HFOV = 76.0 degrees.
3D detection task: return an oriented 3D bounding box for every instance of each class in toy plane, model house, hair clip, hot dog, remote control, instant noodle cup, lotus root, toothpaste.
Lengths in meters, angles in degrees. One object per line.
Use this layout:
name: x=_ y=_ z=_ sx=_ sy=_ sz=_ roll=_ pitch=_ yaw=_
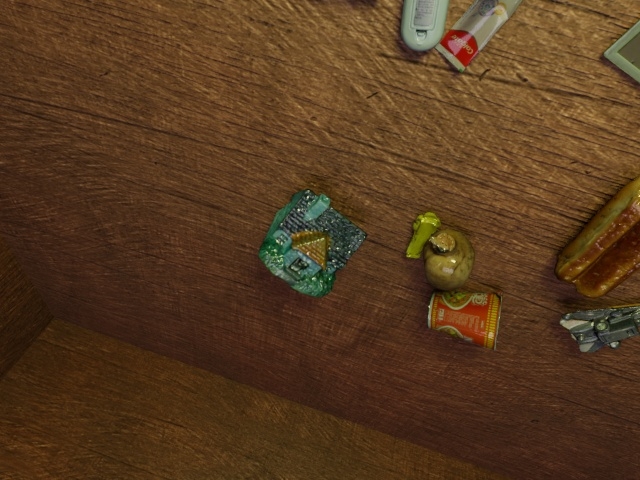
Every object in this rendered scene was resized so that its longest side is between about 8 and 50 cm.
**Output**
toy plane: x=0.882 y=0.234 z=1.171 sx=0.316 sy=0.103 sz=0.204 roll=-26 pitch=120 yaw=40
model house: x=0.000 y=0.000 z=1.194 sx=0.261 sy=0.226 sz=0.241 roll=34 pitch=136 yaw=-18
hair clip: x=0.296 y=-0.018 z=1.187 sx=0.072 sy=0.046 sz=0.173 roll=8 pitch=139 yaw=0
hot dog: x=0.715 y=-0.002 z=0.984 sx=0.158 sy=0.117 sz=0.349 roll=33 pitch=139 yaw=16
remote control: x=0.198 y=-0.474 z=0.750 sx=0.086 sy=0.047 sz=0.245 roll=12 pitch=136 yaw=15
instant noodle cup: x=0.458 y=0.235 z=1.306 sx=0.211 sy=0.193 sz=0.193 roll=8 pitch=137 yaw=25
lotus root: x=0.362 y=0.057 z=1.164 sx=0.139 sy=0.155 sz=0.257 roll=2 pitch=154 yaw=14
toothpaste: x=0.332 y=-0.443 z=0.732 sx=0.075 sy=0.048 sz=0.301 roll=28 pitch=140 yaw=-14

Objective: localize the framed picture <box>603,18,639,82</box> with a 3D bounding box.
framed picture: x=0.688 y=-0.372 z=0.680 sx=0.232 sy=0.019 sz=0.296 roll=30 pitch=138 yaw=-10
